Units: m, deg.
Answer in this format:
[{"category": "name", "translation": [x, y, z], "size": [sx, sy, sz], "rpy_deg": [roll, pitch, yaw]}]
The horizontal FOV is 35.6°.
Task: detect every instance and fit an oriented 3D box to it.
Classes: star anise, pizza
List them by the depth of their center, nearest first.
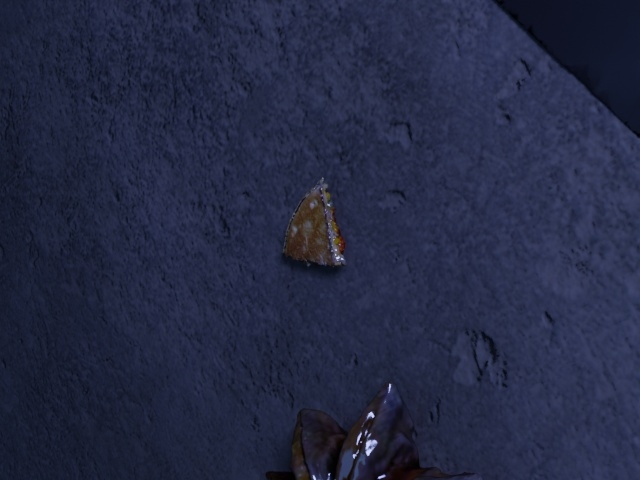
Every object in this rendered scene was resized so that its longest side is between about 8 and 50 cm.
[{"category": "star anise", "translation": [0.052, 0.298, 1.006], "size": [0.315, 0.108, 0.315], "rpy_deg": [-2, 87, 40]}, {"category": "pizza", "translation": [-0.009, -0.006, 1.111], "size": [0.099, 0.029, 0.100], "rpy_deg": [-29, 69, 48]}]

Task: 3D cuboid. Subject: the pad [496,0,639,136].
[{"category": "pad", "translation": [0.324, -0.276, 0.811], "size": [0.367, 0.007, 0.248], "rpy_deg": [-53, 57, 29]}]
